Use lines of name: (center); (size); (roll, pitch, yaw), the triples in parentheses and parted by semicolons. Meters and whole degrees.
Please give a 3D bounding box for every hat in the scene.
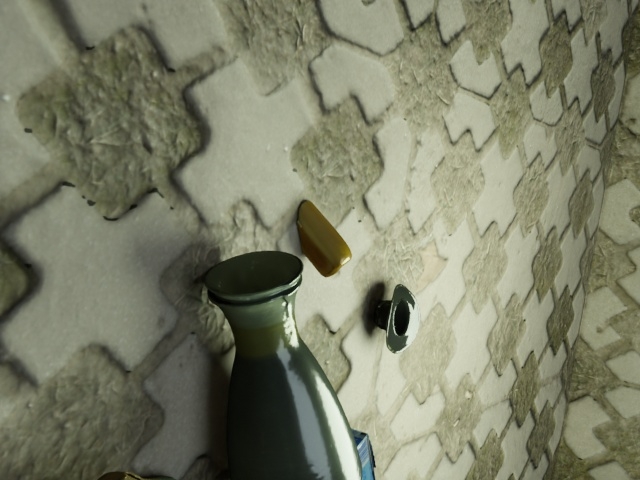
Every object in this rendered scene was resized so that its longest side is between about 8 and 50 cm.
hat: (0.120, 0.129, 1.428); (0.121, 0.050, 0.121); (-14, 106, -54)

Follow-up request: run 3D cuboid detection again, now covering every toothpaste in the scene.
toothpaste: (0.058, 0.426, 1.410); (0.053, 0.066, 0.272); (-43, 134, -45)

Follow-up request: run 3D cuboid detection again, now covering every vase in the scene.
vase: (-0.056, 0.180, 1.071); (0.173, 0.173, 0.321); (-37, 123, -48)

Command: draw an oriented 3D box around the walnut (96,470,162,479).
walnut: (-0.201, 0.349, 0.853); (0.198, 0.198, 0.244); (-4, 98, -58)

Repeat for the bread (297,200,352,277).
bread: (-0.001, -0.001, 1.201); (0.049, 0.103, 0.062); (-34, 172, -36)

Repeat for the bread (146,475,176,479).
bread: (-0.181, 0.389, 1.015); (0.172, 0.064, 0.232); (-55, 141, -36)
